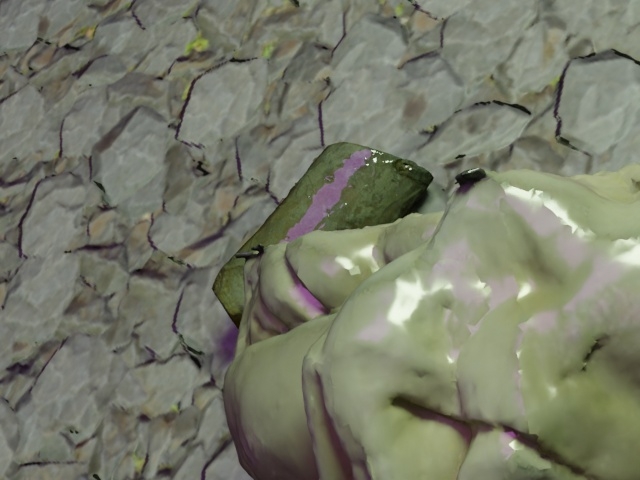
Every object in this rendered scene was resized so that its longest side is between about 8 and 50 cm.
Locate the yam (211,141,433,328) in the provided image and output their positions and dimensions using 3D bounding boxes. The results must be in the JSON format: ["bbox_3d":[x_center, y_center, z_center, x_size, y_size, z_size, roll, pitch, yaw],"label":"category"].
[{"bbox_3d":[0.000,0.000,0.959,0.146,0.070,0.069,-50,45,-3],"label":"yam"}]

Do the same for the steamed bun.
[{"bbox_3d":[0.102,0.079,0.716,0.320,0.275,0.206,-13,82,64],"label":"steamed bun"}]
